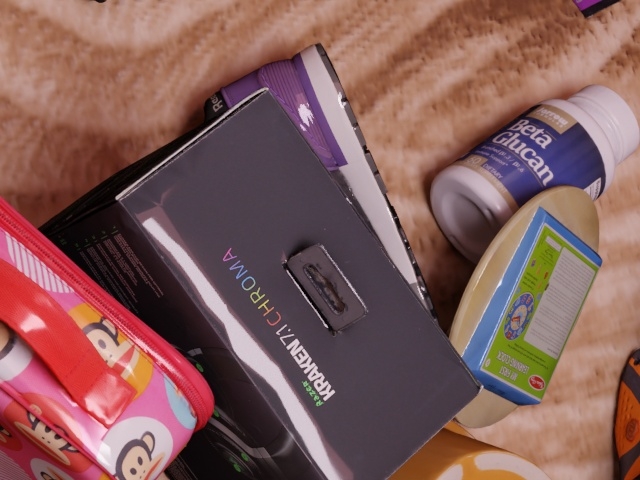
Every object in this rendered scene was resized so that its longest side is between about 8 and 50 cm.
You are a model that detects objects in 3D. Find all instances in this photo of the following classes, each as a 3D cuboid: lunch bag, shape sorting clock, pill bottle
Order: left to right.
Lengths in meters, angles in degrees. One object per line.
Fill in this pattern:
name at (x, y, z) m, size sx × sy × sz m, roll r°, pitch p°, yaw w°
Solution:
lunch bag at (-0.214, 0.057, 1.064) m, size 0.293 × 0.258 × 0.120 m, roll 42°, pitch 66°, yaw -7°
shape sorting clock at (0.157, 0.052, 1.313) m, size 0.206 × 0.040 × 0.206 m, roll -36°, pitch 137°, yaw -43°
pill bottle at (0.179, -0.057, 1.368) m, size 0.169 × 0.094 × 0.094 m, roll -35°, pitch 97°, yaw -26°

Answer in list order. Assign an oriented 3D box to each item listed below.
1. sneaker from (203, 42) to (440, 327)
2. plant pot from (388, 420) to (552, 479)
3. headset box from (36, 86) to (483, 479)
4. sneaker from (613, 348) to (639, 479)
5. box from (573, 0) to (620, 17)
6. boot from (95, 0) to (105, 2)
sneaker at (0.000, 0.000, 1.291) m, size 0.124 × 0.107 × 0.283 m, roll -23°, pitch 100°, yaw 2°
plant pot at (0.080, 0.219, 1.223) m, size 0.205 × 0.188 × 0.205 m, roll 4°, pitch 80°, yaw -24°
headset box at (-0.059, 0.052, 1.134) m, size 0.131 × 0.283 × 0.246 m, roll -39°, pitch 98°, yaw -25°
sneaker at (0.329, 0.092, 1.352) m, size 0.125 × 0.180 × 0.321 m, roll 32°, pitch 96°, yaw -16°
box at (0.216, -0.273, 1.409) m, size 0.029 × 0.116 × 0.162 m, roll -44°, pitch 101°, yaw -26°
boot at (-0.124, -0.300, 1.274) m, size 0.176 × 0.088 × 0.244 m, roll 45°, pitch 74°, yaw -12°
